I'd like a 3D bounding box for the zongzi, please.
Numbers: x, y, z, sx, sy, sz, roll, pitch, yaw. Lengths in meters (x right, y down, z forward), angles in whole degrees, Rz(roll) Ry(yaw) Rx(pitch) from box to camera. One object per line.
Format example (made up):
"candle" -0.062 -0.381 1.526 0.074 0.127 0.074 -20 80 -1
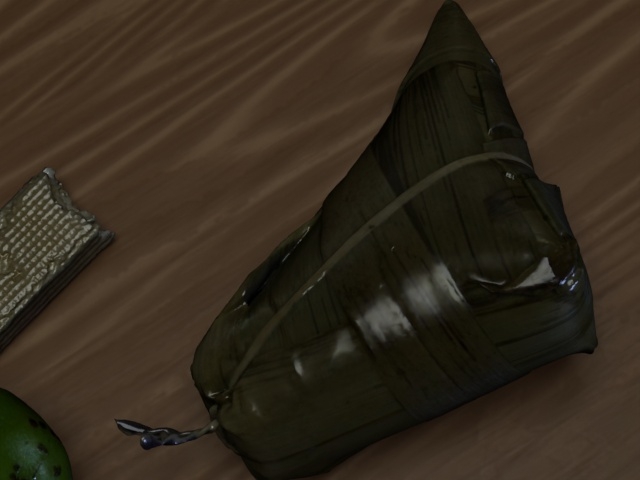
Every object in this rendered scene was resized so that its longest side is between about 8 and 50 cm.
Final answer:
"zongzi" 0.009 0.012 1.953 0.500 0.218 0.467 -26 46 8

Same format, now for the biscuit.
"biscuit" -0.343 0.036 1.997 0.108 0.062 0.239 41 79 15

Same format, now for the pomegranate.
"pomegranate" -0.365 0.254 1.838 0.211 0.263 0.211 9 112 21
